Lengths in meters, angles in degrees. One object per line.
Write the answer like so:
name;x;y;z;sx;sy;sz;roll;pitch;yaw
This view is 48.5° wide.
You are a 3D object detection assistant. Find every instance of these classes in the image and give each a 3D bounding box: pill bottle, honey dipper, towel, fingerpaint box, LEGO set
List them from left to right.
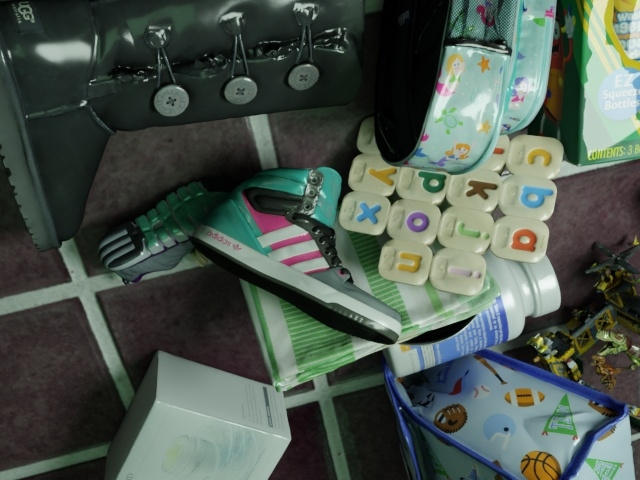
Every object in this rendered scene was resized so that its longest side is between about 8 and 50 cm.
honey dipper;-0.119;-0.020;1.039;0.161;0.030;0.030;-37;117;4
towel;0.052;0.044;0.992;0.325;0.247;0.038;-23;148;1
pill bottle;0.217;0.098;1.091;0.272;0.152;0.152;-18;118;-2
LEGO set;0.465;0.138;1.050;0.255;0.331;0.192;-34;122;-3
fingerpaint box;0.513;-0.316;0.921;0.445;0.163;0.370;-8;112;-7

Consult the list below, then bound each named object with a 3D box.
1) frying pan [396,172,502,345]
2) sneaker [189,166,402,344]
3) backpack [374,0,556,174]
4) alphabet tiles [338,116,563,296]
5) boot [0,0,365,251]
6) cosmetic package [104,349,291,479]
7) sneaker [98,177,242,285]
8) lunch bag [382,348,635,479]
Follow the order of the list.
frying pan;0.151;0.008;1.036;0.197;0.326;0.053;8;150;16
sneaker;0.000;0.000;0.926;0.296;0.124;0.178;28;74;9
backpack;0.160;-0.205;0.862;0.191;0.225;0.253;11;88;-13
alphabet tiles;0.172;-0.072;0.957;0.278;0.021;0.284;10;78;19
boot;-0.170;-0.167;0.890;0.445;0.146;0.367;-19;152;-20
cosmetic package;-0.200;0.328;1.134;0.225;0.138;0.224;22;110;-19
sneaker;-0.200;-0.012;1.015;0.224;0.083;0.098;-25;152;-7
lunch bag;0.262;0.353;1.107;0.239;0.386;0.327;-32;122;-26
